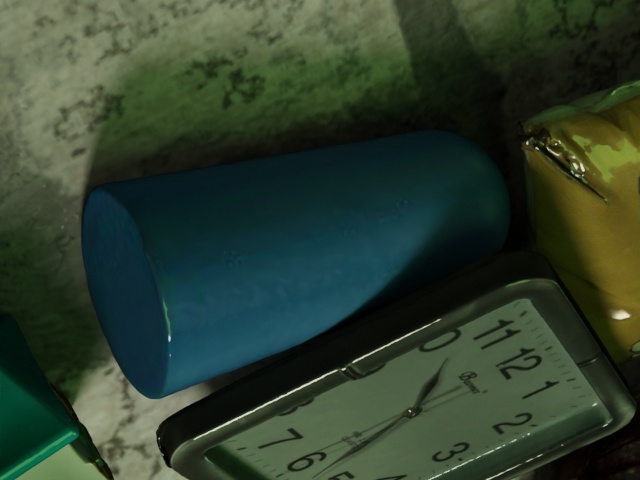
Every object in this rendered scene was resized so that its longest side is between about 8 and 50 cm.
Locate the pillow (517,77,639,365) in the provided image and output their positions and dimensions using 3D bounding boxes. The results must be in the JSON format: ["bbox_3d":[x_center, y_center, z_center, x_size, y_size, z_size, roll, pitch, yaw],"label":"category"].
[{"bbox_3d":[0.267,-0.033,1.013,0.310,0.119,0.312,-28,144,-17],"label":"pillow"}]

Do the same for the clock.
[{"bbox_3d":[0.060,0.119,0.972,0.279,0.049,0.273,-27,146,11],"label":"clock"}]

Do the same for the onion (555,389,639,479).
[{"bbox_3d":[0.257,0.294,1.113,0.385,0.348,0.348,-16,132,22],"label":"onion"}]

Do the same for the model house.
[{"bbox_3d":[-0.200,0.116,0.848,0.100,0.127,0.149,-35,132,-9],"label":"model house"}]

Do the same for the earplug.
[{"bbox_3d":[0.000,0.000,0.899,0.273,0.132,0.132,-15,123,-26],"label":"earplug"}]
